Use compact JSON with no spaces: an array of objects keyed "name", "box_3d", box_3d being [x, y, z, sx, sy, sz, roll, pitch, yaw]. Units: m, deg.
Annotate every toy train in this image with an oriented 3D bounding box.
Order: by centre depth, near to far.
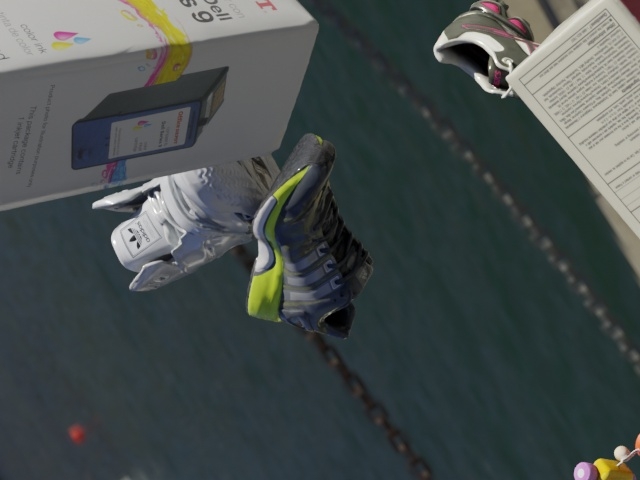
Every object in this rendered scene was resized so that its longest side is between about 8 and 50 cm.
[{"name":"toy train","box_3d":[0.271,0.220,1.374,0.046,0.125,0.166,-127,32,-49]}]

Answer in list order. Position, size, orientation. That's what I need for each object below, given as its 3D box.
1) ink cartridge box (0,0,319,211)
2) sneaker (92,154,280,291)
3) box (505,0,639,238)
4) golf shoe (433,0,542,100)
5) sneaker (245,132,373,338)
[{"name":"ink cartridge box","box_3d":[-0.133,-0.105,0.825,0.154,0.212,0.093,51,136,31]},{"name":"sneaker","box_3d":[-0.155,-0.032,1.853,0.137,0.210,0.366,64,-174,7]},{"name":"box","box_3d":[0.313,-0.124,1.509,0.232,0.127,0.148,50,133,-2]},{"name":"golf shoe","box_3d":[0.266,-0.196,2.010,0.273,0.120,0.105,29,130,25]},{"name":"sneaker","box_3d":[0.000,0.000,1.723,0.121,0.111,0.300,22,149,10]}]
